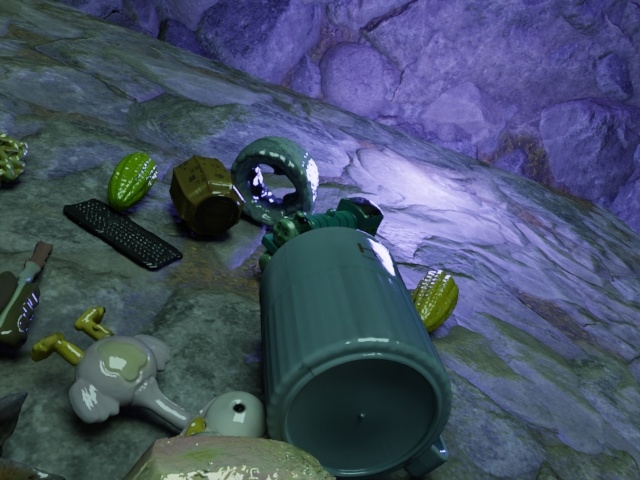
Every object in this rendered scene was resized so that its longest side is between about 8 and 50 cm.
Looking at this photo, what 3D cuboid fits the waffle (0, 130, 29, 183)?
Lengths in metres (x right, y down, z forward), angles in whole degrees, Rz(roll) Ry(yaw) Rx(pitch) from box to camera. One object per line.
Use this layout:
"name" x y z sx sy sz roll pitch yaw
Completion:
"waffle" -0.784 -0.186 1.008 0.317 0.073 0.297 17 28 -11

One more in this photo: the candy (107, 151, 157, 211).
"candy" -0.443 -0.131 1.144 0.096 0.097 0.209 15 30 -13

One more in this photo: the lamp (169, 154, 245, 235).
"lamp" -0.270 -0.107 1.162 0.161 0.161 0.185 4 30 -31

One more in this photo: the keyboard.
"keyboard" -0.416 -0.018 1.036 0.262 0.016 0.106 30 28 15

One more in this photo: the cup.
"cup" 0.040 0.190 0.764 0.256 0.331 0.311 -11 26 -2

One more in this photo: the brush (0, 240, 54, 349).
"brush" -0.482 0.071 0.792 0.084 0.071 0.301 28 14 -25

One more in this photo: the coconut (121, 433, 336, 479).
"coconut" -0.104 0.299 0.470 0.245 0.233 0.233 11 29 -26

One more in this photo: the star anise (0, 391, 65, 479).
"star anise" -0.413 0.253 0.443 0.331 0.118 0.332 12 36 -9

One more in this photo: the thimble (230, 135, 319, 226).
"thimble" -0.111 -0.152 1.298 0.250 0.205 0.172 44 24 -11

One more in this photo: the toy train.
"toy train" 0.000 0.000 1.120 0.298 0.194 0.120 -9 42 -45

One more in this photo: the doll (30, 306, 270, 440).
"doll" -0.210 0.224 0.668 0.365 0.094 0.160 28 30 12

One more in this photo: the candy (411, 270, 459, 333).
"candy" 0.251 0.154 1.137 0.106 0.094 0.199 59 37 -7
